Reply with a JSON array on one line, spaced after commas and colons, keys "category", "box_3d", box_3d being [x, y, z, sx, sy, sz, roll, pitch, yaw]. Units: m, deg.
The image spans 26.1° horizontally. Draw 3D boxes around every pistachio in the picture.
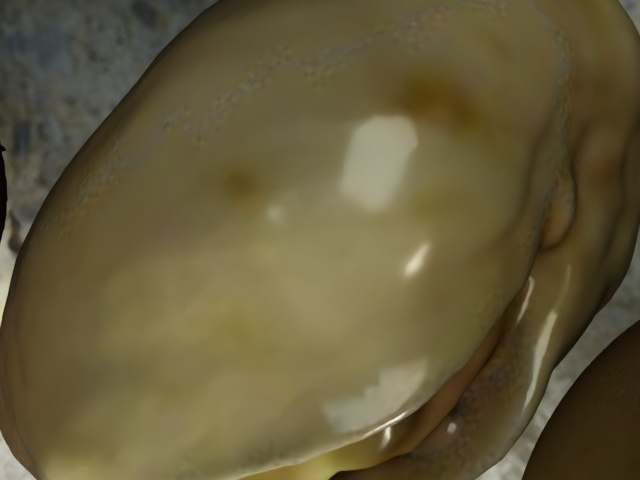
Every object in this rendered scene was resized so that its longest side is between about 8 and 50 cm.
[{"category": "pistachio", "box_3d": [0.000, 0.000, 0.601, 0.321, 0.229, 0.238, -39, 45, 13]}]

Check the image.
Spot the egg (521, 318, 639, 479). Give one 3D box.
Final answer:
[{"category": "egg", "box_3d": [0.251, 0.162, 0.518, 0.373, 0.301, 0.301, 21, 94, 8]}]

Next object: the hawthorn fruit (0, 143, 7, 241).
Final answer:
[{"category": "hawthorn fruit", "box_3d": [-0.314, 0.016, 0.624, 0.284, 0.285, 0.369, 39, 113, 6]}]
